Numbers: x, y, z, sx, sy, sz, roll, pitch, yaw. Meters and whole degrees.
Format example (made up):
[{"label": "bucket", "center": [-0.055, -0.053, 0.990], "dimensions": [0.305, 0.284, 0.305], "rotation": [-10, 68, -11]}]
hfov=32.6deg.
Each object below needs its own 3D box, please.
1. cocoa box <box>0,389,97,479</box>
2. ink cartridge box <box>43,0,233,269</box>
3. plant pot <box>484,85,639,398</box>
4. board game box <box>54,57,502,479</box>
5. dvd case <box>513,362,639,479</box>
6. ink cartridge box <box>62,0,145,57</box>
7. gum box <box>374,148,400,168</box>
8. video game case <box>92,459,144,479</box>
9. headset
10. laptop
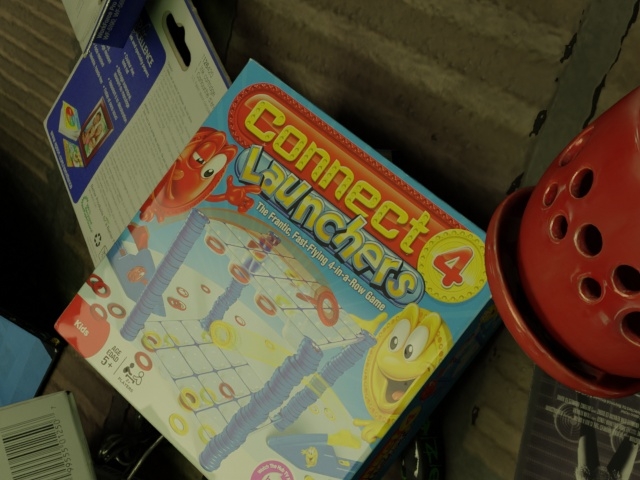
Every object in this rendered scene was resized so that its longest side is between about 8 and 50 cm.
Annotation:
[{"label": "cocoa box", "center": [-0.335, 0.375, 1.174], "dimensions": [0.228, 0.231, 0.347], "rotation": [120, 132, -65]}, {"label": "ink cartridge box", "center": [-0.185, -0.129, 1.202], "dimensions": [0.307, 0.072, 0.303], "rotation": [-50, 50, 31]}, {"label": "plant pot", "center": [0.223, 0.010, 0.749], "dimensions": [0.174, 0.191, 0.191], "rotation": [-42, 63, 43]}, {"label": "board game box", "center": [-0.028, 0.053, 0.946], "dimensions": [0.308, 0.086, 0.302], "rotation": [38, 95, 22]}, {"label": "dvd case", "center": [0.229, 0.188, 0.864], "dimensions": [0.164, 0.018, 0.221], "rotation": [16, 102, 42]}, {"label": "ink cartridge box", "center": [-0.227, -0.325, 1.184], "dimensions": [0.165, 0.065, 0.333], "rotation": [-59, 34, 23]}, {"label": "gum box", "center": [0.000, 0.000, 1.064], "dimensions": [0.184, 0.041, 0.157], "rotation": [-5, 88, 45]}, {"label": "video game case", "center": [-0.236, 0.446, 1.312], "dimensions": [0.300, 0.036, 0.329], "rotation": [7, 96, 44]}, {"label": "headset", "center": [-0.056, 0.207, 1.091], "dimensions": [0.394, 0.185, 0.243], "rotation": [-7, 89, 29]}, {"label": "laptop", "center": [-0.534, 0.057, 1.461], "dimensions": [0.236, 0.408, 0.382], "rotation": [-40, 60, 0]}]
